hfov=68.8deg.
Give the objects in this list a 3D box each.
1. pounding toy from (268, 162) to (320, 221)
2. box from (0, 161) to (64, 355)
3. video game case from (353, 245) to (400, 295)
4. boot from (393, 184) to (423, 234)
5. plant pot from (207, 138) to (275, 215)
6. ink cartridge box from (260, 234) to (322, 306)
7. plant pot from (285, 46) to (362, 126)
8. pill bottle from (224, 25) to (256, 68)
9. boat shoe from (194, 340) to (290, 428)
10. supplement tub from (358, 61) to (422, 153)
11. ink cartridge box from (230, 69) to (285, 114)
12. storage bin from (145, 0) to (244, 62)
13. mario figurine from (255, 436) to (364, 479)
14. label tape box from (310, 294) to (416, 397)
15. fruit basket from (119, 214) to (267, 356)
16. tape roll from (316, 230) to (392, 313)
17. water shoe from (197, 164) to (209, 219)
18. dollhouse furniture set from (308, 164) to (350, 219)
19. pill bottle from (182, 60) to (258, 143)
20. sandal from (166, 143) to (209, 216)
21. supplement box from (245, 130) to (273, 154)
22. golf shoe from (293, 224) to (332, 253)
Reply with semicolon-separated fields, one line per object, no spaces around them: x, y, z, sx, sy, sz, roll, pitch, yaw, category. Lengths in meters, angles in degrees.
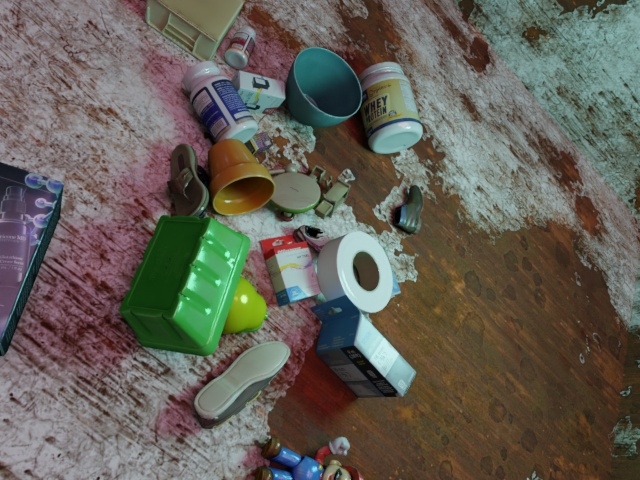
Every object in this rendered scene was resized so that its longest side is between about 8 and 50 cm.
-0.111;-0.154;1.635;0.182;0.110;0.237;-22;55;-25;pounding toy
-0.797;0.026;1.044;0.293;0.212;0.396;19;62;-25;box
0.191;0.131;1.750;0.212;0.023;0.193;-12;79;-35;video game case
0.362;-0.141;1.927;0.106;0.082;0.219;16;66;-30;boot
-0.272;-0.213;1.493;0.205;0.205;0.188;-7;60;-34;plant pot
-0.098;0.087;1.548;0.134;0.078;0.231;-12;79;-36;ink cartridge box
-0.017;-0.544;1.766;0.290;0.195;0.290;12;66;-28;plant pot
-0.290;-0.715;1.724;0.086;0.086;0.152;28;60;-21;pill bottle
-0.216;0.409;1.341;0.116;0.097;0.324;29;43;29;boat shoe
0.279;-0.546;1.936;0.228;0.228;0.316;-3;73;-33;supplement tub
-0.232;-0.522;1.663;0.175;0.127;0.072;3;73;-31;ink cartridge box
-0.440;-0.809;1.643;0.260;0.123;0.262;31;59;-19;storage bin
-0.009;0.664;1.326;0.320;0.170;0.198;22;96;-16;mario figurine
0.103;0.347;1.480;0.334;0.240;0.106;47;56;-8;label tape box
-0.325;0.147;1.318;0.392;0.282;0.392;4;90;-71;fruit basket
0.122;0.116;1.601;0.286;0.100;0.286;19;62;-40;tape roll
-0.375;-0.155;1.461;0.072;0.080;0.203;7;69;-31;water shoe
-0.011;-0.158;1.711;0.161;0.101;0.182;33;55;11;dollhouse furniture set
-0.335;-0.446;1.549;0.153;0.153;0.265;-30;87;-37;pill bottle
-0.416;-0.175;1.388;0.086;0.120;0.303;32;29;-53;sandal
-0.218;-0.344;1.656;0.083;0.043;0.055;-29;88;-36;supplement box
0.000;0.000;1.641;0.186;0.086;0.068;22;61;-26;golf shoe
